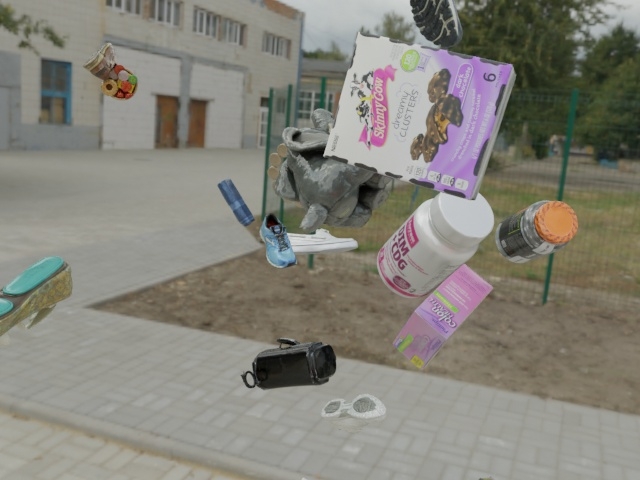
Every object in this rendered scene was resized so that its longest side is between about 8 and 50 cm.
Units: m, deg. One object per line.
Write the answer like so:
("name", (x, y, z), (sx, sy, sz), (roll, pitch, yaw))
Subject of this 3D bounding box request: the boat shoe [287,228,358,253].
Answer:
("boat shoe", (0.000, 0.000, 2.262), (0.258, 0.084, 0.095), (-2, -9, -3))

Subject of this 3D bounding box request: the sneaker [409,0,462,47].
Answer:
("sneaker", (0.258, -0.558, 1.424), (0.122, 0.283, 0.110), (-18, -9, -30))

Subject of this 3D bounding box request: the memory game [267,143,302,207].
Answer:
("memory game", (-0.058, -0.174, 1.719), (0.186, 0.186, 0.012), (9, 26, 23))

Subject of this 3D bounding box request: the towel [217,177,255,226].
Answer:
("towel", (-0.199, -0.088, 1.523), (0.029, 0.119, 0.067), (-30, 3, 10))

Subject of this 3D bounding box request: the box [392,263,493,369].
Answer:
("box", (0.351, 0.220, 1.880), (0.117, 0.213, 0.243), (41, 57, 14))

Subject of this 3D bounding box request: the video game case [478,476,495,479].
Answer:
("video game case", (0.360, 0.732, 1.680), (0.035, 0.274, 0.248), (36, -3, 27))

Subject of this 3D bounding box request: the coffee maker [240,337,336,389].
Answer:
("coffee maker", (-0.072, 0.325, 1.635), (0.178, 0.120, 0.171), (-15, 17, 35))

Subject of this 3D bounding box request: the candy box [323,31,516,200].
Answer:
("candy box", (0.122, -0.155, 0.816), (0.196, 0.164, 0.070), (18, 9, 18))

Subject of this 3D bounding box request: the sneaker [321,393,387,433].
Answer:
("sneaker", (0.120, 0.544, 2.009), (0.232, 0.115, 0.090), (-13, 31, 41))

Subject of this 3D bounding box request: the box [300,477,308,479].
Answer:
("box", (-0.054, 0.647, 1.421), (0.067, 0.324, 0.063), (27, 37, 21))

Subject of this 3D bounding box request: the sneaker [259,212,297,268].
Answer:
("sneaker", (-0.103, -0.001, 1.523), (0.063, 0.073, 0.162), (-15, 50, -21))

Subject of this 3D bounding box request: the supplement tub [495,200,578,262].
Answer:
("supplement tub", (0.482, -0.020, 1.453), (0.117, 0.116, 0.190), (3, -12, -10))

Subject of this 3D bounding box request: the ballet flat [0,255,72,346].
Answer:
("ballet flat", (-0.643, 0.151, 1.335), (0.123, 0.123, 0.348), (9, 27, 22))

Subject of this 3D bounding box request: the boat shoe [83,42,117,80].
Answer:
("boat shoe", (-0.532, -0.436, 1.597), (0.064, 0.060, 0.178), (-34, 28, 12))

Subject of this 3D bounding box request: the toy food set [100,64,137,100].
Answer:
("toy food set", (-0.489, -0.384, 1.588), (0.083, 0.082, 0.020), (23, 8, -11))

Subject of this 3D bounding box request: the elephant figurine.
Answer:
("elephant figurine", (-0.008, -0.130, 1.108), (0.239, 0.169, 0.186), (41, 12, 30))

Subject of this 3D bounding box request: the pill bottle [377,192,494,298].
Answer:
("pill bottle", (0.256, 0.005, 1.469), (0.160, 0.160, 0.283), (0, -29, -25))
